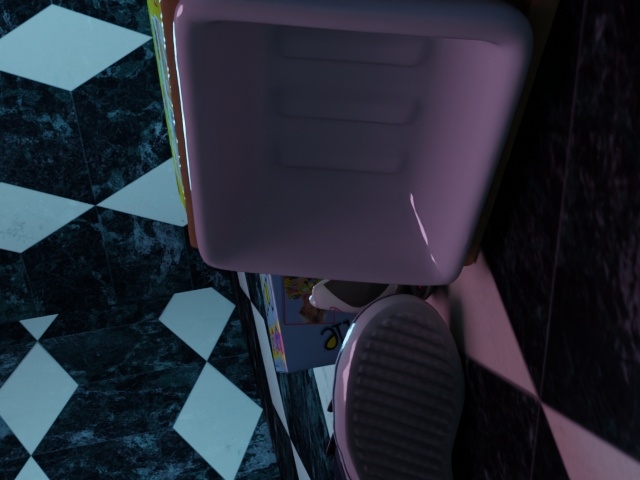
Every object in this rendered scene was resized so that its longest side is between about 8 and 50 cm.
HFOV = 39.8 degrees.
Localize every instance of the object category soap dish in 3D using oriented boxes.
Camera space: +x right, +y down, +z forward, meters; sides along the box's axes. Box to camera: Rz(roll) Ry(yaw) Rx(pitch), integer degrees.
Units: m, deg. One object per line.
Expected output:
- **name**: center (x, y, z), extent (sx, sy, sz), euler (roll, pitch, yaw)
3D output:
- **soap dish**: center (0.017, -0.090, 0.613), extent (0.290, 0.229, 0.118), euler (94, 179, -54)

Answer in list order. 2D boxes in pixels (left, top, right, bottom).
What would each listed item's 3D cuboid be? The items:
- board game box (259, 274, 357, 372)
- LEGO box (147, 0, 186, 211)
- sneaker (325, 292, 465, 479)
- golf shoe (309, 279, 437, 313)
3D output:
- **board game box**: center (0.000, 0.000, 0.989), extent (0.142, 0.144, 0.275), euler (133, 127, -79)
- **LEGO box**: center (-0.181, -0.280, 1.592), extent (0.372, 0.193, 0.499), euler (-127, 29, -65)
- **sneaker**: center (0.065, 0.185, 0.850), extent (0.127, 0.126, 0.321), euler (-133, 33, -63)
- **golf shoe**: center (0.030, -0.064, 0.839), extent (0.105, 0.120, 0.272), euler (103, 157, -70)
